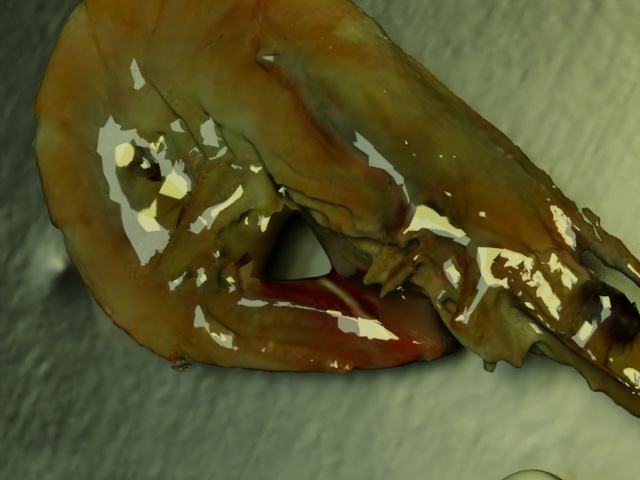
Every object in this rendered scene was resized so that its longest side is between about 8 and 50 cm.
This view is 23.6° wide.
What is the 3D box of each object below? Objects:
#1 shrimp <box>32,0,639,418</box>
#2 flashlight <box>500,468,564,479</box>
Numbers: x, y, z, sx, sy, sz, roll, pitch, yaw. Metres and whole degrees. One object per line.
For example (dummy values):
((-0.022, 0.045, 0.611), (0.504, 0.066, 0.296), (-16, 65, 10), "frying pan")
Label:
((0.000, 0.000, 0.553), (0.287, 0.063, 0.152), (40, 96, 24), "shrimp")
((0.035, 0.156, 0.521), (0.200, 0.047, 0.093), (-35, 72, 9), "flashlight")
